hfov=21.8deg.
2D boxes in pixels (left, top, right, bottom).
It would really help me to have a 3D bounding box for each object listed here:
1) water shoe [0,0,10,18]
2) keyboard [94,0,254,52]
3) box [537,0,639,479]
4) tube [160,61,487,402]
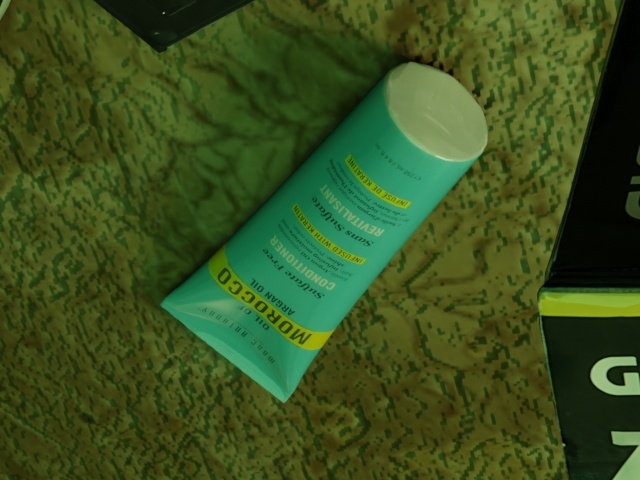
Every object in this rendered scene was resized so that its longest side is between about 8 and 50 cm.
[{"bbox_3d":[-0.196,-0.086,0.748,0.073,0.080,0.203,30,129,-4],"label":"water shoe"},{"bbox_3d":[-0.139,-0.166,0.614,0.201,0.033,0.317,-24,141,24],"label":"keyboard"},{"bbox_3d":[0.216,-0.055,0.470,0.257,0.322,0.079,1,126,20],"label":"box"},{"bbox_3d":[0.000,0.000,0.768,0.080,0.052,0.207,42,134,1],"label":"tube"}]
